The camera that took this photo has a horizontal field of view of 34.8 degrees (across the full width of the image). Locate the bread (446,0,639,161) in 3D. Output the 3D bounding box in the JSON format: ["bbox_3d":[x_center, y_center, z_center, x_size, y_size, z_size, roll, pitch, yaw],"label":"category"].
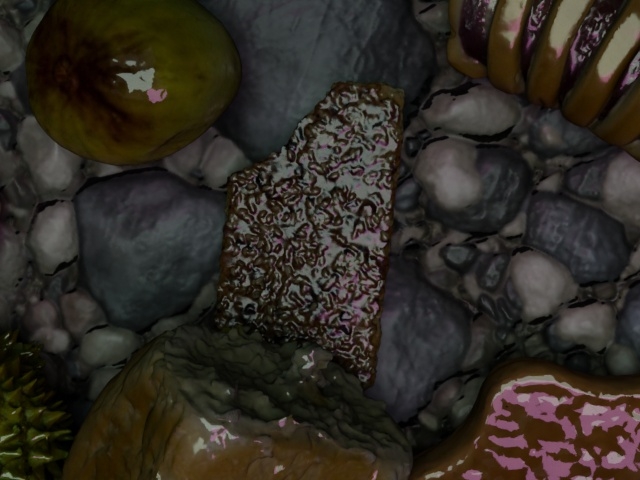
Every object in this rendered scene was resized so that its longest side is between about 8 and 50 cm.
[{"bbox_3d":[0.193,-0.147,0.714,0.225,0.081,0.134,27,98,2],"label":"bread"}]

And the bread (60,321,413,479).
[{"bbox_3d":[-0.066,0.163,0.710,0.195,0.176,0.246,17,111,-33],"label":"bread"}]

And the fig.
[{"bbox_3d":[-0.135,-0.121,0.726,0.153,0.121,0.136,11,100,4],"label":"fig"}]

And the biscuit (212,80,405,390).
[{"bbox_3d":[-0.011,-0.006,0.772,0.131,0.026,0.237,6,96,3],"label":"biscuit"}]

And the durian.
[{"bbox_3d":[-0.287,0.173,0.738,0.200,0.176,0.237,34,87,-37],"label":"durian"}]

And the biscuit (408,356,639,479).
[{"bbox_3d":[0.217,0.271,0.752,0.385,0.062,0.365,32,103,2],"label":"biscuit"}]
